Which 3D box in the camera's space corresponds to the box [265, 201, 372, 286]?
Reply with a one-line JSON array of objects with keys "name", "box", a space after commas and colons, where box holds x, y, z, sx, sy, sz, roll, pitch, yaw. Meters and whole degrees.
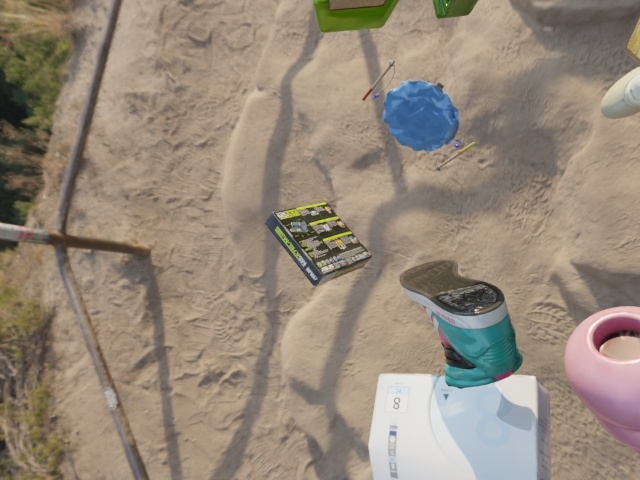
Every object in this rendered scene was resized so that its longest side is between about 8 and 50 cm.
[{"name": "box", "box": [0.000, 0.000, 1.060, 0.184, 0.191, 0.045, 48, 126, 19]}]

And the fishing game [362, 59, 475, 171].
[{"name": "fishing game", "box": [0.229, -0.287, 1.079, 0.264, 0.189, 0.041, 41, 57, -4]}]

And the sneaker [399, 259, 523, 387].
[{"name": "sneaker", "box": [0.226, 0.140, 0.765, 0.124, 0.295, 0.178, -20, 102, -2]}]

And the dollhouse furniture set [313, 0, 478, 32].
[{"name": "dollhouse furniture set", "box": [0.068, -0.408, 0.508, 0.198, 0.151, 0.301, -7, 80, -4]}]

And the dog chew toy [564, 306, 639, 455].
[{"name": "dog chew toy", "box": [0.568, 0.270, 0.832, 0.207, 0.206, 0.331, -29, 119, 14]}]

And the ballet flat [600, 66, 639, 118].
[{"name": "ballet flat", "box": [0.688, -0.331, 0.942, 0.248, 0.086, 0.086, -34, 73, 30]}]

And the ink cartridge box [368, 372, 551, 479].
[{"name": "ink cartridge box", "box": [0.219, 0.424, 0.801, 0.308, 0.091, 0.384, -12, 51, 38]}]

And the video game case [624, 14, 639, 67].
[{"name": "video game case", "box": [0.449, -0.336, 0.541, 0.035, 0.248, 0.274, 19, 124, 13]}]
